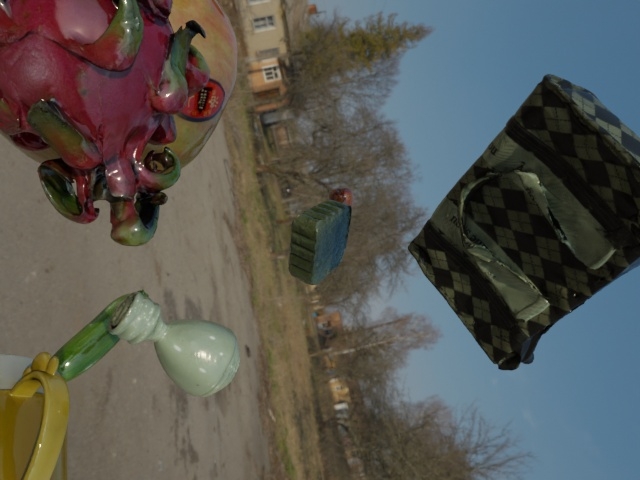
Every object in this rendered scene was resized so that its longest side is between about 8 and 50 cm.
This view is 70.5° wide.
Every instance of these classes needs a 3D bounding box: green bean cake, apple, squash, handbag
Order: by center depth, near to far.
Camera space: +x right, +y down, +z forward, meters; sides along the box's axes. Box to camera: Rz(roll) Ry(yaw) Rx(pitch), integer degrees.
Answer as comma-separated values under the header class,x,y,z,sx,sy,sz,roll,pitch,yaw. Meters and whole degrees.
class,x,y,z,sx,sy,sz,roll,pitch,yaw
apple,-0.345,-0.283,0.739,0.347,0.391,0.391,22,40,-37
handbag,0.360,-0.005,0.759,0.416,0.180,0.316,-58,-136,41
green bean cake,0.000,0.000,1.173,0.185,0.094,0.183,-32,135,-48
squash,-0.660,0.280,1.373,0.395,0.107,0.107,-54,141,-50

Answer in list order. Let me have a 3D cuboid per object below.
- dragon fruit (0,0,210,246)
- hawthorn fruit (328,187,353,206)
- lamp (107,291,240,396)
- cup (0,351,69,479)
class,x,y,z,sx,sy,sz,roll,pitch,yaw
dragon fruit,-0.222,-0.151,0.432,0.198,0.219,0.272,45,-49,48
hawthorn fruit,0.068,-0.118,1.440,0.081,0.081,0.093,-110,-171,-72
lamp,-0.195,0.142,0.628,0.193,0.106,0.106,40,17,-28
cup,-0.328,0.231,0.445,0.185,0.241,0.226,32,18,-50
